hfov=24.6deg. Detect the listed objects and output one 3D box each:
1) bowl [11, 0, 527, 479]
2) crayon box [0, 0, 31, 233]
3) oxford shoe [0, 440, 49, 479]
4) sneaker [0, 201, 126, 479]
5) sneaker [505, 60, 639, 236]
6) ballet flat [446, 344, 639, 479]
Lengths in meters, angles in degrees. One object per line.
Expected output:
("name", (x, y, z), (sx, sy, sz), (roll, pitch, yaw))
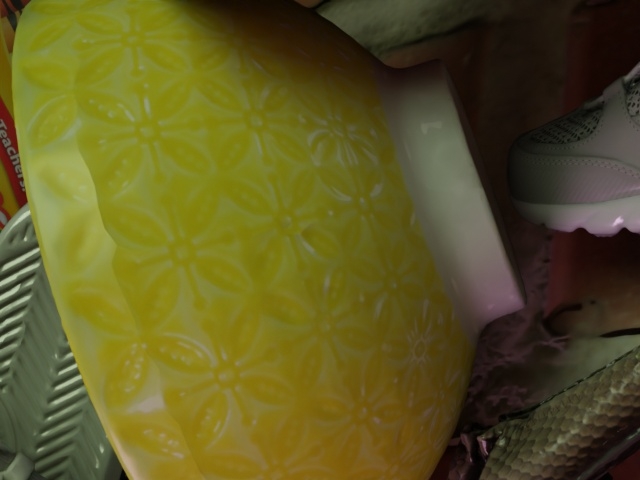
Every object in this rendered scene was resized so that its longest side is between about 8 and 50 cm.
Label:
("bowl", (0.000, 0.000, 0.648), (0.156, 0.289, 0.289), (-19, 50, 9))
("crayon box", (-0.166, -0.103, 0.891), (0.318, 0.202, 0.081), (-18, 17, 33))
("oxford shoe", (-0.175, 0.139, 0.669), (0.130, 0.169, 0.449), (-43, 81, -13))
("sneaker", (-0.161, 0.126, 0.815), (0.350, 0.131, 0.148), (-62, 1, 11))
("sneaker", (0.188, -0.088, 0.607), (0.281, 0.115, 0.105), (-25, 6, 37))
("ballet flat", (0.146, 0.042, 0.613), (0.250, 0.084, 0.058), (-44, 71, 16))
